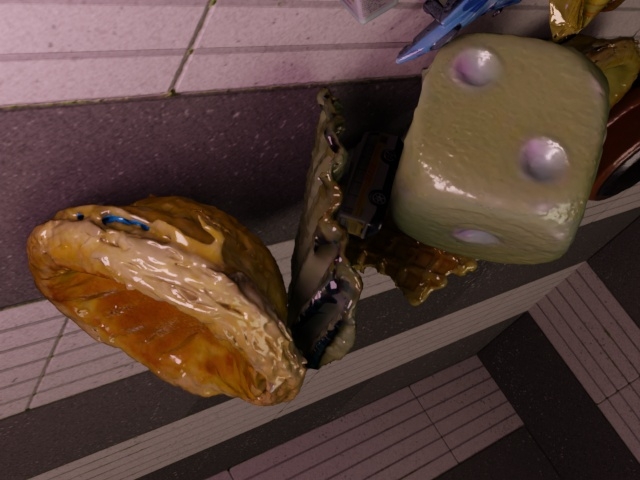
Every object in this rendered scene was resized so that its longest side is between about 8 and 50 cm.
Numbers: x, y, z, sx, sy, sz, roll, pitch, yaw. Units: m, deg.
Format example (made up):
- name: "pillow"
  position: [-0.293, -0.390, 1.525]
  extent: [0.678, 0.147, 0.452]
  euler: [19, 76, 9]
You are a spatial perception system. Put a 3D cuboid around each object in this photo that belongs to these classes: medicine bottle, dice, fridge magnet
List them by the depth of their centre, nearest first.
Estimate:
- name: "medicine bottle"
  position: [0.039, -0.288, 0.808]
  extent: [0.055, 0.074, 0.118]
  euler: [-31, 160, -4]
- name: "dice"
  position: [0.241, -0.119, 1.094]
  extent: [0.254, 0.249, 0.252]
  euler: [13, 164, 7]
- name: "fridge magnet"
  position: [0.679, -0.221, 1.778]
  extent: [0.364, 0.155, 0.363]
  euler: [-28, 158, -12]

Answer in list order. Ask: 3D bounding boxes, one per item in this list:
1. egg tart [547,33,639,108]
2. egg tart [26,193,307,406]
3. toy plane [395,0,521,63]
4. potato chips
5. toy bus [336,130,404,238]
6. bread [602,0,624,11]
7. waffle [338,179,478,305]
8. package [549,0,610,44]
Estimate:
- name: "egg tart"
  position: [0.398, -0.254, 1.352]
  extent: [0.315, 0.120, 0.315]
  euler: [-28, 161, -11]
- name: "egg tart"
  position: [-0.175, 0.069, 1.003]
  extent: [0.169, 0.388, 0.388]
  euler: [-62, 176, -31]
- name: "toy plane"
  position: [0.190, -0.308, 0.991]
  extent: [0.246, 0.078, 0.169]
  euler: [-31, 160, 14]
- name: "potato chips"
  position: [0.000, 0.000, 1.077]
  extent: [0.070, 0.358, 0.429]
  euler: [5, 156, -6]
- name: "toy bus"
  position: [0.074, -0.088, 1.207]
  extent: [0.057, 0.072, 0.172]
  euler: [106, 2, -62]
- name: "bread"
  position: [0.409, -0.374, 1.150]
  extent: [0.053, 0.085, 0.085]
  euler: [-7, 148, -41]
- name: "waffle"
  position: [0.125, -0.023, 1.269]
  extent: [0.291, 0.291, 0.051]
  euler: [-37, 149, 10]
- name: "package"
  position: [0.363, -0.372, 1.013]
  extent: [0.226, 0.090, 0.168]
  euler: [-58, 173, -28]
